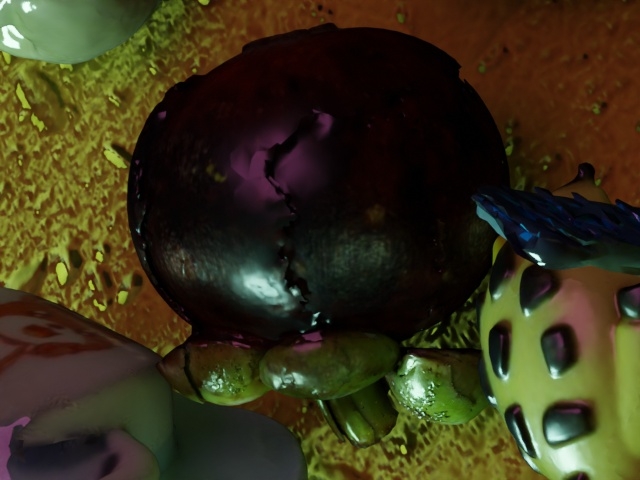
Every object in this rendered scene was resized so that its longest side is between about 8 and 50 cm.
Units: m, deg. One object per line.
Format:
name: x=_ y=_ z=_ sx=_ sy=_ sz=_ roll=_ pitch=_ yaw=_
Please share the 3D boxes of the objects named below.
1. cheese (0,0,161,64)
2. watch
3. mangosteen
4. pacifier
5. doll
cheese: x=-0.146 y=-0.195 z=1.061 sx=0.235 sy=0.117 sz=0.218 roll=-23 pitch=58 yaw=30
watch: x=0.222 y=-0.033 z=0.557 sx=0.276 sy=0.274 sz=0.068 roll=-43 pitch=46 yaw=12
mangosteen: x=0.000 y=0.000 z=0.829 sx=0.166 sy=0.166 sz=0.180 roll=-11 pitch=85 yaw=37
pacifier: x=-0.141 y=0.139 z=0.892 sx=0.279 sy=0.227 sz=0.207 roll=22 pitch=126 yaw=44
doll: x=0.112 y=0.116 z=0.704 sx=0.117 sy=0.086 sz=0.291 roll=122 pitch=141 yaw=-62
